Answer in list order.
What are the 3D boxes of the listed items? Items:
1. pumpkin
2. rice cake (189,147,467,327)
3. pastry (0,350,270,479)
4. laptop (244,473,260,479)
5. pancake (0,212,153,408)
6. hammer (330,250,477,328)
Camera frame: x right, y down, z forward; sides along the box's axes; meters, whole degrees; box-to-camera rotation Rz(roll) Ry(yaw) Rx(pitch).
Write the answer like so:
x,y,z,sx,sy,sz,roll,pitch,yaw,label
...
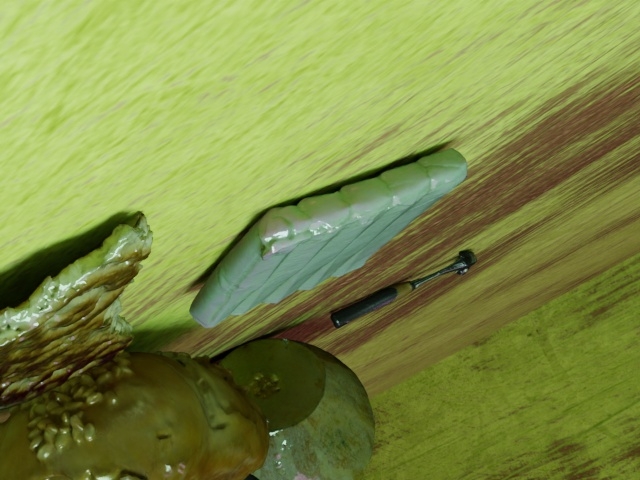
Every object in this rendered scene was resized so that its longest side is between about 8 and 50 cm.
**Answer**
x,y,z,sx,sy,sz,roll,pitch,yaw,label
-0.048,0.200,1.537,0.217,0.217,0.110,-24,151,-6,pumpkin
0.000,0.000,1.055,0.189,0.037,0.198,-21,169,-23,rice cake
-0.193,0.188,1.205,0.255,0.162,0.311,-31,167,19,pastry
-0.162,0.230,1.478,0.016,0.197,0.135,-57,-172,-29,laptop
-0.182,0.046,0.880,0.244,0.057,0.266,-41,167,30,pancake
0.104,0.059,1.650,0.201,0.021,0.078,-24,170,-14,hammer
